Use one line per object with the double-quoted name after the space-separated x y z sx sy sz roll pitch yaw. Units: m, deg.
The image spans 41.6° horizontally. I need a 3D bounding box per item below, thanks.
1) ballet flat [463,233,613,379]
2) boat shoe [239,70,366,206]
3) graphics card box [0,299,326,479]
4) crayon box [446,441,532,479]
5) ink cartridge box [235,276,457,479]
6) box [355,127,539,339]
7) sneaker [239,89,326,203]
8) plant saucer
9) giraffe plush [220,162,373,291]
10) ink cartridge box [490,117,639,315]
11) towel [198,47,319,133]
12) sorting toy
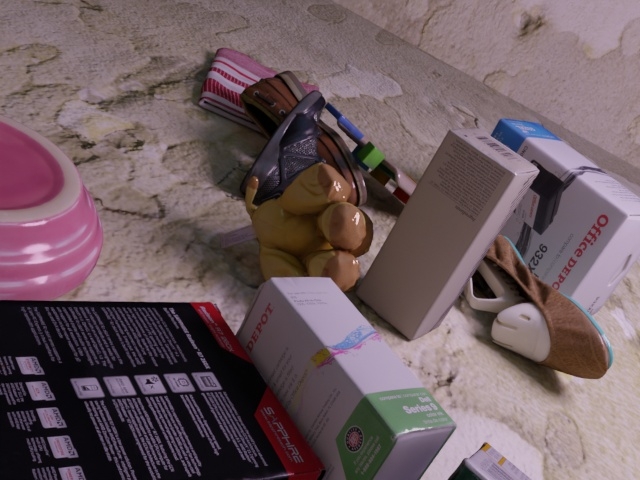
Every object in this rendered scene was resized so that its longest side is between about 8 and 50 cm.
0.294 0.097 1.278 0.124 0.116 0.342 -7 37 -19 "ballet flat"
-0.035 -0.159 1.449 0.105 0.110 0.307 -23 58 -20 "boat shoe"
-0.206 0.150 0.675 0.371 0.094 0.232 5 34 -42 "graphics card box"
0.237 0.316 0.720 0.323 0.083 0.203 38 3 18 "crayon box"
0.003 0.156 0.797 0.093 0.154 0.212 1 36 -44 "ink cartridge box"
0.167 -0.008 1.133 0.113 0.275 0.094 40 27 22 "box"
-0.025 -0.133 1.339 0.130 0.087 0.227 32 56 -8 "sneaker"
-0.391 -0.059 0.903 0.332 0.084 0.332 22 26 -11 "plant saucer"
0.000 0.000 1.132 0.210 0.181 0.171 3 -5 37 "giraffe plush"
0.403 -0.042 1.495 0.129 0.223 0.307 1 36 -43 "ink cartridge box"
-0.113 -0.289 1.678 0.237 0.037 0.329 21 26 -11 "towel"
0.116 -0.119 1.490 0.348 0.047 0.196 33 13 -51 "sorting toy"
